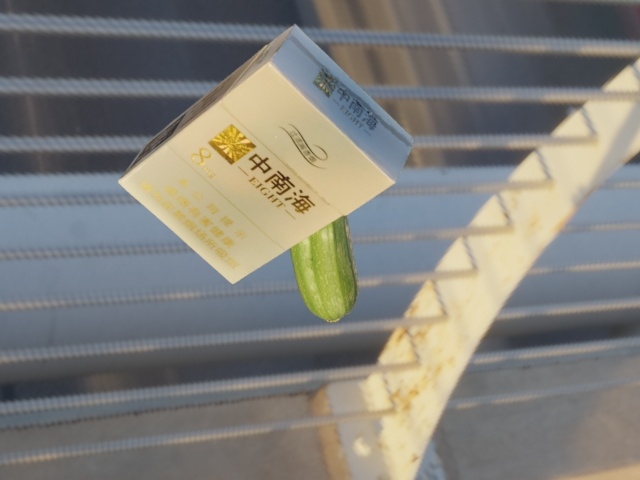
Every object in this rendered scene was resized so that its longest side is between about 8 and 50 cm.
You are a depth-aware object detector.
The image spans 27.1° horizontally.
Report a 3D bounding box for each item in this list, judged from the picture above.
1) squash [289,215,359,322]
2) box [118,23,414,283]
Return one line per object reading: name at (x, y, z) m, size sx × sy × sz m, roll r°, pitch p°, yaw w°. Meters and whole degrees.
squash at (0.000, 0.000, 1.398) m, size 0.068 × 0.219 × 0.077 m, roll -12°, pitch 47°, yaw -2°
box at (-0.053, -0.071, 1.195) m, size 0.155 × 0.243 × 0.067 m, roll 41°, pitch 46°, yaw -16°
